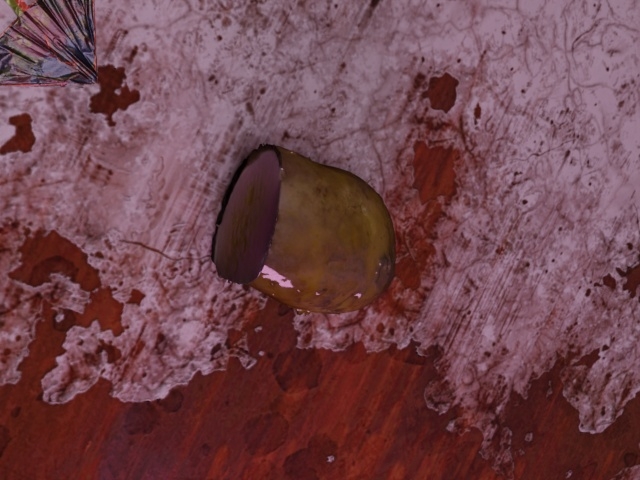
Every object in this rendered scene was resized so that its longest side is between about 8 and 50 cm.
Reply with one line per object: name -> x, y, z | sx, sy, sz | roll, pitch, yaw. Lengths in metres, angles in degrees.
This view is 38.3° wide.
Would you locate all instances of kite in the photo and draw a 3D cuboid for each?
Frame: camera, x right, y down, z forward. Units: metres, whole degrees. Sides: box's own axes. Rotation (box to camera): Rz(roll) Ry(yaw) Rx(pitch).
kite -> -0.359, -0.259, 1.174 | 0.241, 0.014, 0.183 | -43, 115, -9

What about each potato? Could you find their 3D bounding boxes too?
potato -> 0.000, 0.000, 1.300 | 0.266, 0.229, 0.229 | 12, 97, -31
